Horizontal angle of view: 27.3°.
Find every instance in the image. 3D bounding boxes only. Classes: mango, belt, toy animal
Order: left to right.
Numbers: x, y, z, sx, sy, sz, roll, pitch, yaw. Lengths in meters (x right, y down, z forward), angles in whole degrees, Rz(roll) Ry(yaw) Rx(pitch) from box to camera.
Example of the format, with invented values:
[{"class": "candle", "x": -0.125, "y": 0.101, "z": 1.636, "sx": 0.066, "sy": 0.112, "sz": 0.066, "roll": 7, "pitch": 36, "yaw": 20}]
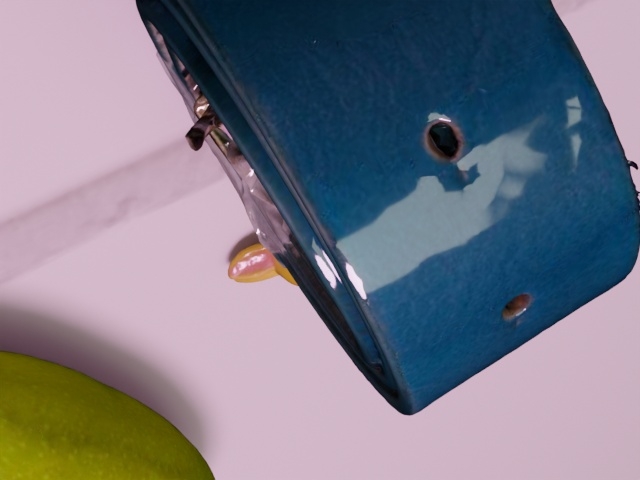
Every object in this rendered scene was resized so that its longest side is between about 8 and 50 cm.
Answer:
[{"class": "mango", "x": -0.210, "y": 0.200, "z": 1.055, "sx": 0.192, "sy": 0.156, "sz": 0.343, "roll": -46, "pitch": 135, "yaw": 14}, {"class": "toy animal", "x": 0.002, "y": 0.003, "z": 1.071, "sx": 0.159, "sy": 0.070, "sz": 0.083, "roll": -29, "pitch": 137, "yaw": 4}, {"class": "belt", "x": 0.015, "y": -0.072, "z": 0.763, "sx": 0.173, "sy": 0.436, "sz": 0.300, "roll": -28, "pitch": 108, "yaw": -2}]
